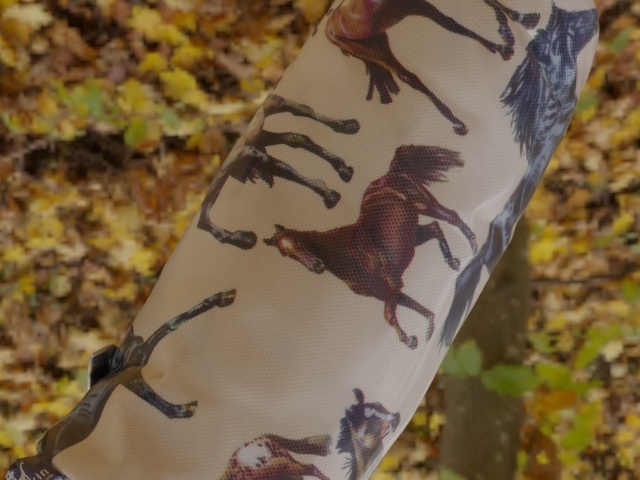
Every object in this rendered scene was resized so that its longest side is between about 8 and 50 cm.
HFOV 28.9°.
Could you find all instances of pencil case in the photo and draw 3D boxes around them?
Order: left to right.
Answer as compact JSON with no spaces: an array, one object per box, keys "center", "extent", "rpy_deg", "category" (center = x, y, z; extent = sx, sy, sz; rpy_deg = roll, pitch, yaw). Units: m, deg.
[{"center":[0.000,0.000,0.693],"extent":[0.183,0.410,0.160],"rpy_deg":[25,167,26],"category":"pencil case"}]
